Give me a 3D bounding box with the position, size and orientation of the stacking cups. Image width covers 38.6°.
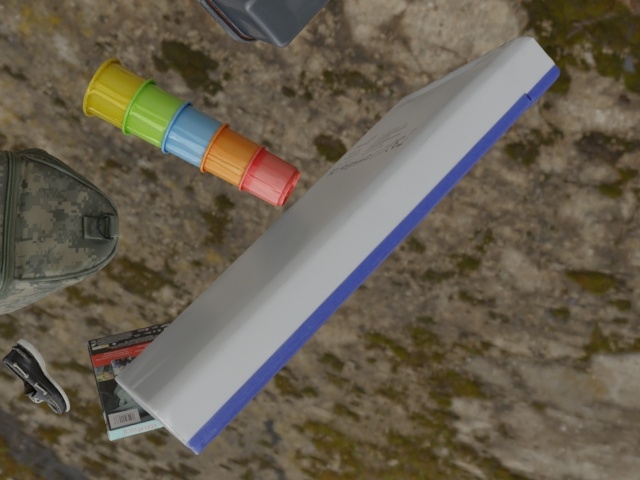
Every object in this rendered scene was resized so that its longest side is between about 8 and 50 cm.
[{"bbox_3d":[-0.182,-0.143,1.300,0.316,0.096,0.096,31,143,5],"label":"stacking cups"}]

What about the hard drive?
[{"bbox_3d":[0.000,0.000,0.620,0.040,0.319,0.210,48,164,-10],"label":"hard drive"}]

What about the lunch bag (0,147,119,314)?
[{"bbox_3d":[-0.447,0.001,1.244,0.256,0.213,0.305,13,158,-39],"label":"lunch bag"}]

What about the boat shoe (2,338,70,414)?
[{"bbox_3d":[-0.348,0.176,1.121,0.046,0.038,0.125,18,140,33],"label":"boat shoe"}]

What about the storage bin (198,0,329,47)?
[{"bbox_3d":[-0.027,-0.227,0.795,0.098,0.135,0.091,44,180,-37],"label":"storage bin"}]

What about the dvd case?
[{"bbox_3d":[-0.147,0.115,0.778,0.087,0.119,0.013,-12,124,-17],"label":"dvd case"}]
